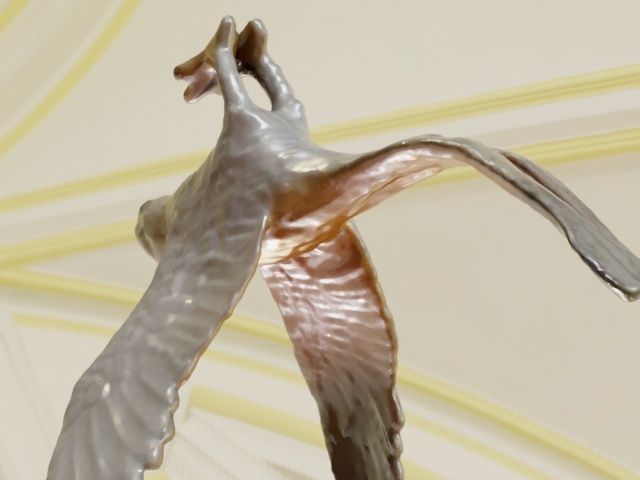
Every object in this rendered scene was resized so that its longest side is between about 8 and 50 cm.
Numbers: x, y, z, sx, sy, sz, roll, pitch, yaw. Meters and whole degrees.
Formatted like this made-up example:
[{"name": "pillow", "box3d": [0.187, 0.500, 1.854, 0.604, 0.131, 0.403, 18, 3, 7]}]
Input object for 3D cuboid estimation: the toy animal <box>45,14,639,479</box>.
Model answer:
[{"name": "toy animal", "box3d": [-0.009, -0.017, 0.585, 0.284, 0.225, 0.302, -44, -128, 33]}]
